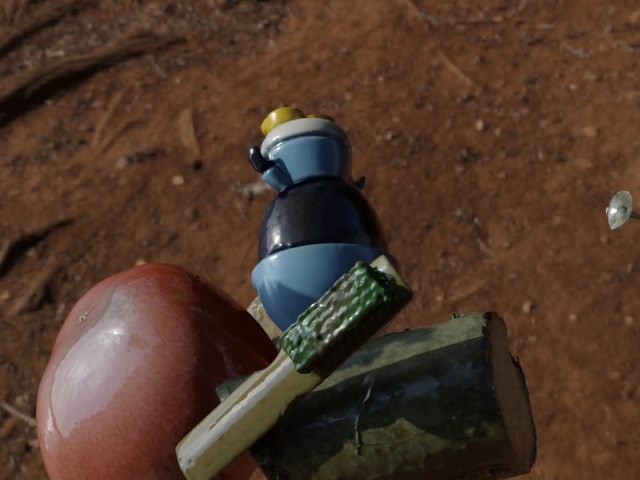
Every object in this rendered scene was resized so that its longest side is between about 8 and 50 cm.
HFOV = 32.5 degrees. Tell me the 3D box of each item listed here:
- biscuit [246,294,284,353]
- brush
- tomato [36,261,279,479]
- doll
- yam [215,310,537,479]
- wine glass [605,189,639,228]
[{"bbox_3d":[-0.027,0.087,1.521,0.133,0.250,0.032,47,34,19],"label":"biscuit"},{"bbox_3d":[-0.033,0.121,0.994,0.282,0.048,0.054,-44,59,15],"label":"brush"},{"bbox_3d":[-0.221,0.193,1.402,0.341,0.273,0.341,-26,35,20],"label":"tomato"},{"bbox_3d":[0.000,0.000,1.226,0.177,0.141,0.314,9,57,-33],"label":"doll"},{"bbox_3d":[0.054,0.180,1.084,0.304,0.168,0.168,-17,32,9],"label":"yam"},{"bbox_3d":[0.555,-0.024,1.761,0.198,0.066,0.066,16,26,-23],"label":"wine glass"}]
